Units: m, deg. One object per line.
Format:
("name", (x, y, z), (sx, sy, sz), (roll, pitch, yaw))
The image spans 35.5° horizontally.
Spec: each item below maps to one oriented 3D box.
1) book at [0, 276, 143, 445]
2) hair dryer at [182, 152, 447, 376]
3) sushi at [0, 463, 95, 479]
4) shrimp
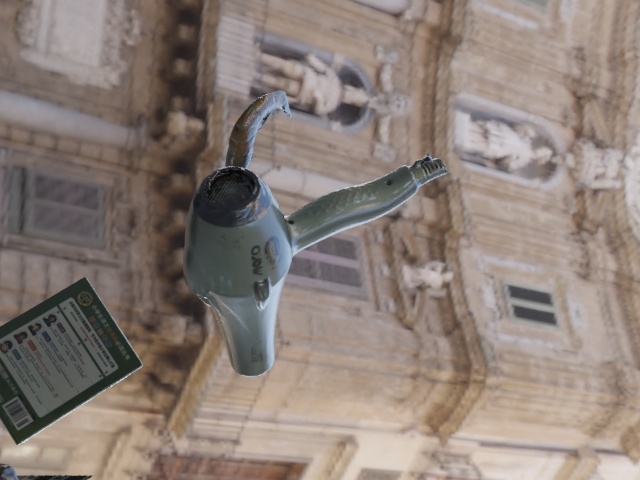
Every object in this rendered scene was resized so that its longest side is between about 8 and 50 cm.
("book", (-0.489, 0.217, 1.827), (0.202, 0.264, 0.027), (56, -22, 3))
("hair dryer", (-0.020, 0.024, 0.830), (0.088, 0.225, 0.219), (54, -42, 34))
("sushi", (-0.521, 0.369, 1.304), (0.343, 0.359, 0.064), (-19, -84, 55))
("shrimp", (-0.127, -0.194, 2.045), (0.051, 0.198, 0.262), (35, -50, 19))
